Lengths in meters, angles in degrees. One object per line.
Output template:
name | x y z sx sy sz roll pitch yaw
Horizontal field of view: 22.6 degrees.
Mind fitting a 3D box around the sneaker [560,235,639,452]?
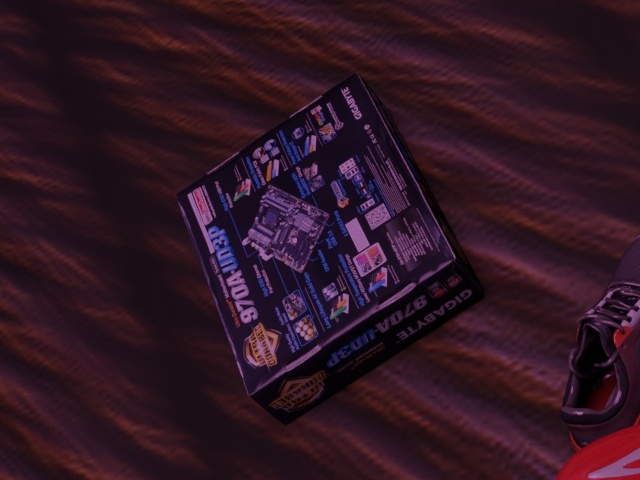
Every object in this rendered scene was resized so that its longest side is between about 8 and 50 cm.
sneaker | 0.189 0.057 0.988 0.061 0.065 0.158 2 61 36

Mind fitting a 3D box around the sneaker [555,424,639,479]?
sneaker | 0.249 0.123 0.860 0.279 0.118 0.107 -6 55 31

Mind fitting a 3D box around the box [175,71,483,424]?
box | 0.000 0.000 1.169 0.175 0.051 0.220 -34 46 10
